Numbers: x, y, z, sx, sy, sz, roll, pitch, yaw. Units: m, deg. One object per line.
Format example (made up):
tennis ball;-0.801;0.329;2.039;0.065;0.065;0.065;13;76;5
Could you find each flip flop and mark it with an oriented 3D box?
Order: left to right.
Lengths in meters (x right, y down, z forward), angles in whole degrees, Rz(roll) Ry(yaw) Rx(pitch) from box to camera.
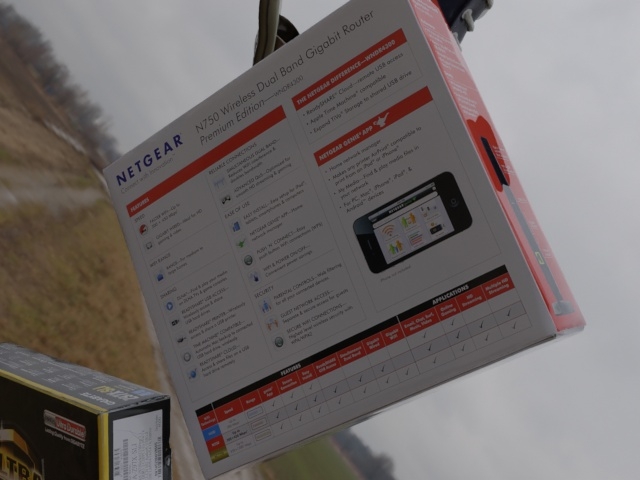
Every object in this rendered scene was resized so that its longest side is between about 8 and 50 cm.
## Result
flip flop;-0.054;-0.279;1.266;0.112;0.080;0.277;-91;-171;-50

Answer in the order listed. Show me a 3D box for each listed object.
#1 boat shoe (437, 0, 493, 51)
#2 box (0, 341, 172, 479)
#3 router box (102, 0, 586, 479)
boat shoe;0.123;-0.224;0.936;0.127;0.158;0.341;-84;161;-55
box;-0.261;0.250;0.859;0.322;0.079;0.257;6;-80;45
router box;0.000;0.000;0.743;0.082;0.335;0.301;3;63;-59
